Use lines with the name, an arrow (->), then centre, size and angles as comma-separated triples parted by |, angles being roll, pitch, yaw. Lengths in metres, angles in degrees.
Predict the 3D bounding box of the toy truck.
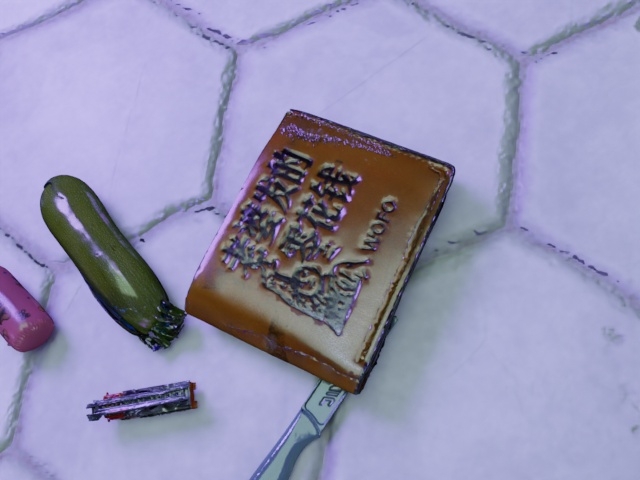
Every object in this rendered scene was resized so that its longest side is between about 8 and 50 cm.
toy truck -> -0.138, 0.126, 0.604 | 0.083, 0.032, 0.024 | -10, 74, 8

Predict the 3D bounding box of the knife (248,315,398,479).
knife -> -0.009, 0.138, 0.585 | 0.028, 0.015, 0.210 | 30, 78, 25

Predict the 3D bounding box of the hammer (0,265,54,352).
hammer -> -0.257, 0.057, 0.646 | 0.083, 0.043, 0.043 | 41, 83, 18

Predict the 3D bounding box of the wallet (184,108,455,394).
wallet -> -0.001, -0.001, 0.609 | 0.161, 0.042, 0.195 | 21, 74, 20

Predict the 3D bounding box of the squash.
squash -> -0.177, 0.015, 0.642 | 0.052, 0.052, 0.183 | -38, 72, -4
